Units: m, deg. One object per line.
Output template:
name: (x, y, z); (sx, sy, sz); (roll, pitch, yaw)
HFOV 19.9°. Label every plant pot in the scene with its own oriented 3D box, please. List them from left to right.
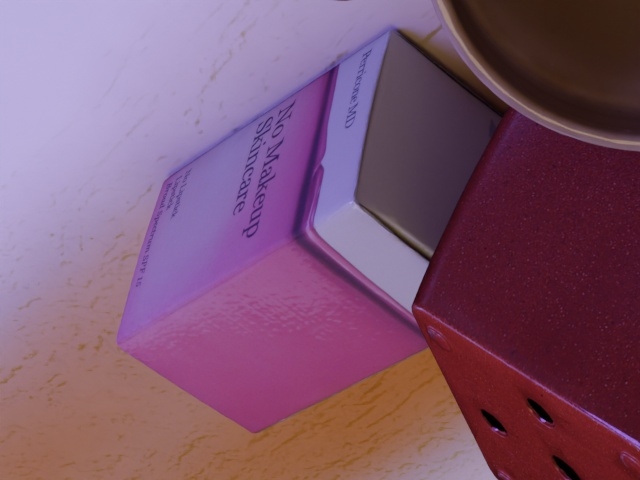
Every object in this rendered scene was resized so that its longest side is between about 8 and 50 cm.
plant pot: (0.166, -0.170, 0.867); (0.237, 0.110, 0.237); (2, 123, 4)
plant pot: (0.209, 0.047, 0.987); (0.267, 0.236, 0.267); (33, 160, 42)

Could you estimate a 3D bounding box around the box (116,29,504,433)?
box: (0.000, 0.000, 1.144); (0.127, 0.149, 0.232); (35, 136, -26)
